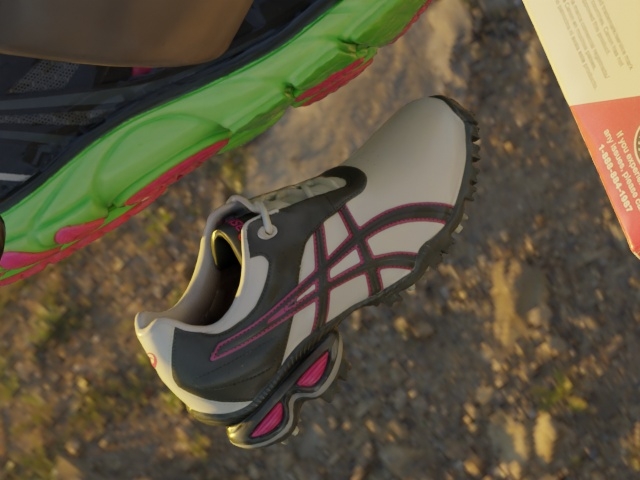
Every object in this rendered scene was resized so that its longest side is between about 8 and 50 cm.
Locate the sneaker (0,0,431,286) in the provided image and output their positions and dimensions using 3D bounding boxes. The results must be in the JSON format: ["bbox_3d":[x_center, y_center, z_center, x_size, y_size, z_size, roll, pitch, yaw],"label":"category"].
[{"bbox_3d":[-0.094,-0.155,1.032,0.483,0.185,0.202,-32,90,-2],"label":"sneaker"}]

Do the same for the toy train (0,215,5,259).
[{"bbox_3d":[-0.189,0.112,0.463,0.190,0.142,0.334,-56,17,35],"label":"toy train"}]

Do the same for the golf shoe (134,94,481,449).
[{"bbox_3d":[0.000,0.000,1.009,0.273,0.120,0.105,-54,31,-14],"label":"golf shoe"}]

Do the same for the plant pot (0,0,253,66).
[{"bbox_3d":[-0.104,-0.228,0.654,0.323,0.323,0.280,22,109,36],"label":"plant pot"}]

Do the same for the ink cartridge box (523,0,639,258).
[{"bbox_3d":[0.228,-0.118,0.731,0.237,0.100,0.172,-42,52,36],"label":"ink cartridge box"}]
